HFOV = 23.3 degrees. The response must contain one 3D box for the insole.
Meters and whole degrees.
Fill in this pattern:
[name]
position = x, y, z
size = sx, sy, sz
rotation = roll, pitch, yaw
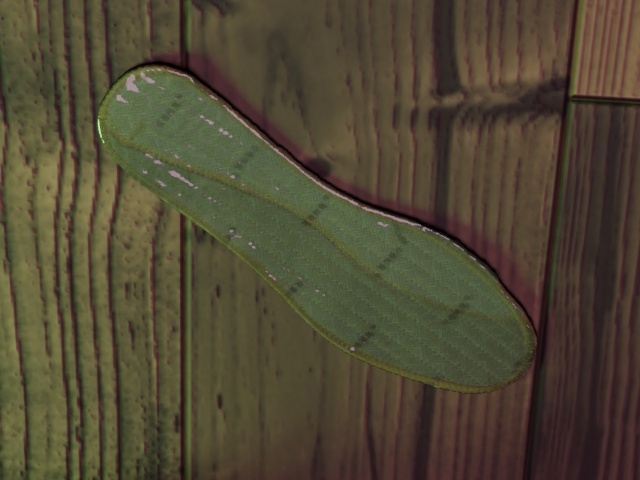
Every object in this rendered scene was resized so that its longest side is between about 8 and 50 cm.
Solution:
[insole]
position = 0.000, 0.000, 1.053
size = 0.348, 0.009, 0.119
rotation = 36, 114, -12
